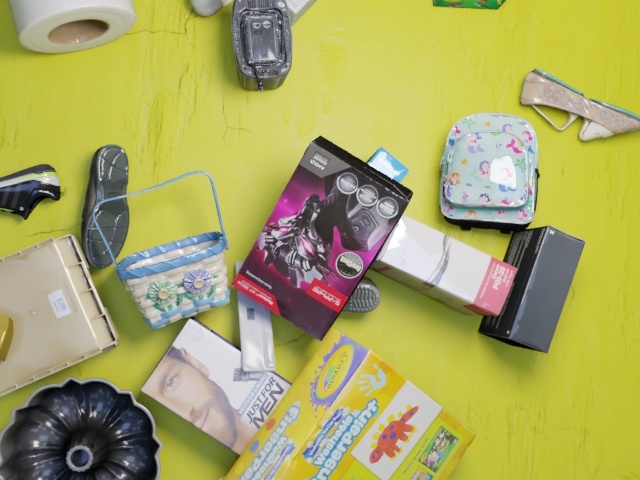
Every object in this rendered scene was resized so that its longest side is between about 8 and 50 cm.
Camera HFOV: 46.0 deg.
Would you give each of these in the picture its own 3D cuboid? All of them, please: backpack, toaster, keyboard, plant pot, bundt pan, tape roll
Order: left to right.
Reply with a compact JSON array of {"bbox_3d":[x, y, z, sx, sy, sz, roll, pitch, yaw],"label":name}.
[{"bbox_3d":[-0.645,0.181,1.473,0.081,0.081,0.083,21,72,-6],"label":"plant pot"},{"bbox_3d":[-0.525,-0.513,1.569,0.246,0.246,0.169,-15,88,-8],"label":"tape roll"},{"bbox_3d":[-0.491,0.442,1.575,0.330,0.124,0.331,0,86,-7],"label":"bundt pan"},{"bbox_3d":[-0.143,0.161,1.639,0.072,0.014,0.256,1,62,-16],"label":"keyboard"},{"bbox_3d":[-0.130,-0.424,1.666,0.129,0.146,0.227,-6,87,-7],"label":"toaster"},{"bbox_3d":[0.380,-0.161,1.696,0.225,0.191,0.254,5,78,15],"label":"backpack"}]

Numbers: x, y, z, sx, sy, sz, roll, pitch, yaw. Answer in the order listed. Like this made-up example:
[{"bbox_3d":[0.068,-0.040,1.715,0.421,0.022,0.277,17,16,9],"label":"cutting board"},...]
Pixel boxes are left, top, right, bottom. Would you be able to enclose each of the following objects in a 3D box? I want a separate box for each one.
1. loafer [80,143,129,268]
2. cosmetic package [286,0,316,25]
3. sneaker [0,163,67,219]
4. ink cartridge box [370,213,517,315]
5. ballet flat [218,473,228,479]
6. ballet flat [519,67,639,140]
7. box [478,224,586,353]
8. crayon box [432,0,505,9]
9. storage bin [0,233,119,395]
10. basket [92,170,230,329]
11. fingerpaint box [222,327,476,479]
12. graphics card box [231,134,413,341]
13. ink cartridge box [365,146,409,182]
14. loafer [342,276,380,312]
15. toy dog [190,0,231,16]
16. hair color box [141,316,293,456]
[{"bbox_3d":[-0.471,-0.074,1.644,0.096,0.084,0.268,8,89,-38],"label":"loafer"},{"bbox_3d":[-0.026,-0.620,1.724,0.117,0.085,0.231,41,81,-3],"label":"cosmetic package"},{"bbox_3d":[-0.661,-0.085,1.605,0.234,0.084,0.097,-22,91,-8],"label":"sneaker"},{"bbox_3d":[0.252,0.057,1.656,0.283,0.207,0.117,26,82,-6],"label":"ink cartridge box"},{"bbox_3d":[-0.236,0.575,1.628,0.073,0.080,0.232,30,81,10],"label":"ballet flat"},{"bbox_3d":[0.616,-0.301,1.794,0.316,0.107,0.106,24,104,0],"label":"ballet flat"},{"bbox_3d":[0.471,0.108,1.695,0.103,0.184,0.261,22,84,-5],"label":"box"},{"bbox_3d":[0.352,-0.697,1.780,0.165,0.081,0.279,0,87,-7],"label":"crayon box"},{"bbox_3d":[-0.590,0.150,1.582,0.260,0.123,0.262,-23,89,-9],"label":"storage bin"},{"bbox_3d":[-0.310,0.019,1.586,0.254,0.201,0.289,-20,99,-7],"label":"basket"},{"bbox_3d":[0.051,0.471,1.566,0.371,0.163,0.445,40,82,-29],"label":"fingerpaint box"},{"bbox_3d":[0.000,0.000,1.557,0.232,0.094,0.371,33,110,3],"label":"graphics card box"},{"bbox_3d":[0.090,-0.095,1.674,0.086,0.148,0.203,41,82,-3],"label":"ink cartridge box"},{"bbox_3d":[0.010,0.108,1.693,0.251,0.087,0.094,10,111,4],"label":"loafer"},{"bbox_3d":[-0.175,-0.659,1.651,0.334,0.220,0.161,-47,109,-13],"label":"toy dog"},{"bbox_3d":[-0.193,0.334,1.632,0.338,0.110,0.185,34,83,-3],"label":"hair color box"}]
